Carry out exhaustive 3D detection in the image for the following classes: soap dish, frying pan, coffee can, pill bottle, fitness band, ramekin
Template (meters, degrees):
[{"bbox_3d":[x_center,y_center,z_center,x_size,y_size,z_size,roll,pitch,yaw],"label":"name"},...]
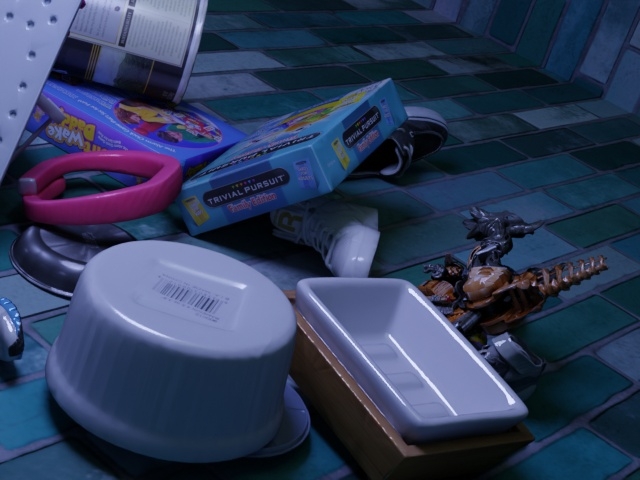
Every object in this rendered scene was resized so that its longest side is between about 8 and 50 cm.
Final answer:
[{"bbox_3d":[0.089,0.170,1.521,0.229,0.118,0.291,2,36,-43],"label":"soap dish"},{"bbox_3d":[-0.255,0.035,1.684,0.326,0.053,0.197,13,25,-6],"label":"frying pan"},{"bbox_3d":[-0.342,-0.355,2.046,0.275,0.201,0.201,14,25,-13],"label":"coffee can"},{"bbox_3d":[0.218,0.150,1.791,0.043,0.043,0.083,20,25,2],"label":"pill bottle"},{"bbox_3d":[-0.307,-0.080,1.767,0.209,0.054,0.291,-1,16,5],"label":"fitness band"},{"bbox_3d":[-0.159,0.113,1.402,0.277,0.135,0.277,16,24,-7],"label":"ramekin"}]

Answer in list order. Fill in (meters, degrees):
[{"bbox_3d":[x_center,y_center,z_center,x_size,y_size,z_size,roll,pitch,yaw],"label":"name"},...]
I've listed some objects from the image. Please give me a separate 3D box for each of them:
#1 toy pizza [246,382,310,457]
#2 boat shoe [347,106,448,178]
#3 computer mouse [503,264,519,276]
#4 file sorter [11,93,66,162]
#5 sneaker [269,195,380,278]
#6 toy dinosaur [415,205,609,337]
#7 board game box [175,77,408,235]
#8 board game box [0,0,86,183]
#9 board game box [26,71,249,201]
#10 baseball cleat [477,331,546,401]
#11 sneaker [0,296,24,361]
[{"bbox_3d":[-0.111,0.198,1.462,0.201,0.032,0.201,15,24,-7],"label":"toy pizza"},{"bbox_3d":[0.115,-0.163,2.312,0.335,0.121,0.119,-12,45,-32],"label":"boat shoe"},{"bbox_3d":[0.290,0.090,1.989,0.071,0.041,0.242,32,19,7],"label":"computer mouse"},{"bbox_3d":[-0.546,-0.235,1.814,0.278,0.173,0.193,41,-6,40],"label":"file sorter"},{"bbox_3d":[0.000,0.000,1.885,0.169,0.108,0.292,16,15,-4],"label":"sneaker"},{"bbox_3d":[0.240,0.076,1.721,0.322,0.164,0.218,6,30,25],"label":"toy dinosaur"},{"bbox_3d":[-0.040,-0.135,1.932,0.254,0.079,0.336,-17,15,29],"label":"board game box"},{"bbox_3d":[-0.553,-0.226,1.635,0.390,0.390,0.050,23,-4,6],"label":"board game box"},{"bbox_3d":[-0.320,-0.191,2.061,0.347,0.078,0.233,29,26,20],"label":"board game box"},{"bbox_3d":[0.204,0.164,1.672,0.206,0.109,0.072,6,34,-23],"label":"baseball cleat"},{"bbox_3d":[-0.410,0.090,1.437,0.083,0.071,0.191,-12,30,-39],"label":"sneaker"}]
